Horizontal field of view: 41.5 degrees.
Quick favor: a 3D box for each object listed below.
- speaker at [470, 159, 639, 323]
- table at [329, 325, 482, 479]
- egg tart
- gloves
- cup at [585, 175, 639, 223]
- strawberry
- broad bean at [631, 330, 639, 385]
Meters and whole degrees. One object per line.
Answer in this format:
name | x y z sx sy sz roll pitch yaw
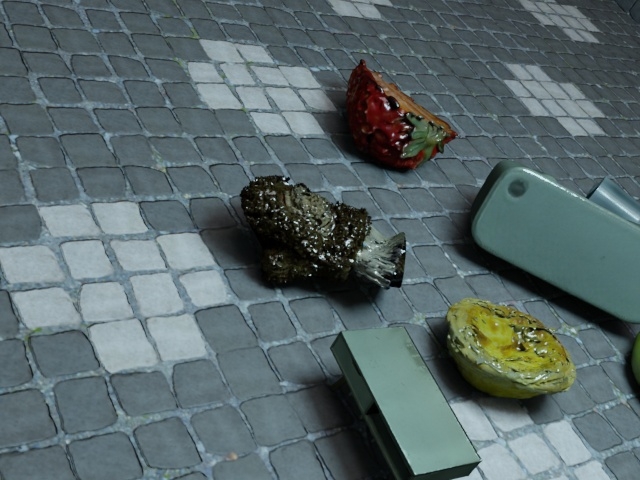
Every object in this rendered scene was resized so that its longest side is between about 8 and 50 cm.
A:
speaker | 0.500 -0.008 1.690 0.406 0.183 0.184 27 14 -3
table | 0.104 0.252 1.213 0.122 0.111 0.240 0 46 -33
egg tart | 0.312 0.194 1.433 0.252 0.098 0.232 -9 44 -44
gloves | 0.002 -0.003 1.423 0.313 0.135 0.210 28 37 -1
cup | 0.685 -0.080 1.985 0.129 0.095 0.128 39 36 9
strawberry | 0.131 -0.257 1.800 0.280 0.150 0.253 41 18 18
broad bean | 0.710 0.244 1.602 0.238 0.119 0.291 42 40 16
